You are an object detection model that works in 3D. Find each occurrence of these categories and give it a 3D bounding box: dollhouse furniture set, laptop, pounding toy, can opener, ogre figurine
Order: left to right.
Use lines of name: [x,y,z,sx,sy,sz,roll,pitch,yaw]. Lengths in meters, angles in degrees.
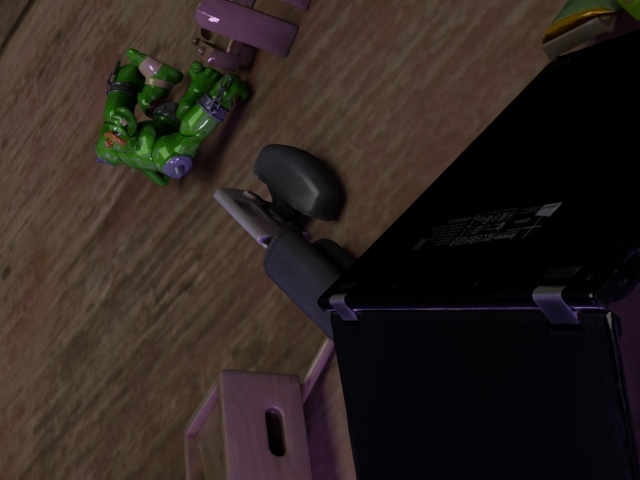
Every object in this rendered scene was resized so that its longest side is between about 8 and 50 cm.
ogre figurine: [-0.162,-0.123,1.484,0.197,0.097,0.118,18,78,26]
dollhouse furniture set: [-0.102,-0.246,1.411,0.151,0.123,0.144,40,111,53]
pounding toy: [-0.047,0.166,1.220,0.130,0.100,0.141,123,147,-49]
can opener: [0.000,0.000,1.215,0.283,0.076,0.095,42,113,52]
laptop: [0.170,0.077,0.860,0.408,0.236,0.382,-46,12,-15]
dollhouse furniture set: [0.202,-0.186,0.985,0.152,0.058,0.076,-24,26,43]
